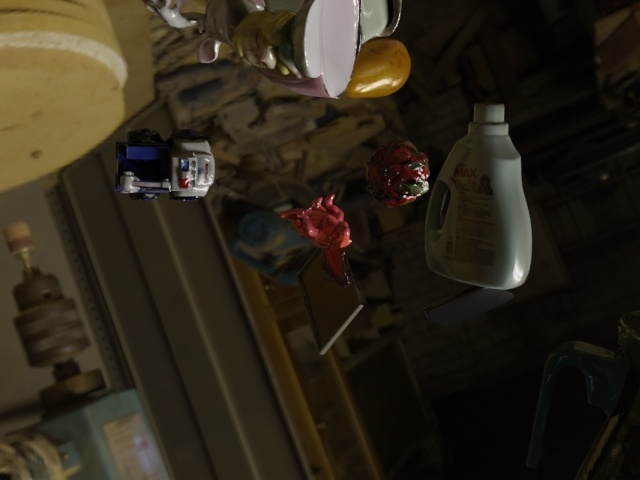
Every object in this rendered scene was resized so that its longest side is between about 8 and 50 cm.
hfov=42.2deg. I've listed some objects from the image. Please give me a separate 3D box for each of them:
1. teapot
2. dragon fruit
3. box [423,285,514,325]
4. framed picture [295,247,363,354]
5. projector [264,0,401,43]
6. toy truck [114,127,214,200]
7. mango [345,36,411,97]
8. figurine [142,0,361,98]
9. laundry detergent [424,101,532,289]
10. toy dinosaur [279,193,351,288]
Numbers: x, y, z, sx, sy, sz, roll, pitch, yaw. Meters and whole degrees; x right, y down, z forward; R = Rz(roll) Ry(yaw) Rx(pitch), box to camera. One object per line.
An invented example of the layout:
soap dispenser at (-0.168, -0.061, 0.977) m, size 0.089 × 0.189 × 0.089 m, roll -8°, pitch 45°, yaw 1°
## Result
teapot at (0.279, 0.177, 0.686) m, size 0.203 × 0.225 × 0.171 m, roll 11°, pitch -167°, yaw 17°
dragon fruit at (0.197, -0.173, 2.141) m, size 0.182 × 0.182 × 0.188 m, roll -22°, pitch 173°, yaw 7°
box at (0.365, 0.154, 2.038) m, size 0.201 × 0.042 × 0.212 m, roll -28°, pitch 155°, yaw 27°
framed picture at (0.018, 0.125, 2.083) m, size 0.018 × 0.265 × 0.192 m, roll 15°, pitch 128°, yaw -31°
projector at (0.033, -0.469, 1.612) m, size 0.243 × 0.163 × 0.177 m, roll 4°, pitch -149°, yaw 29°
toy truck at (-0.331, -0.154, 1.781) m, size 0.213 × 0.161 × 0.177 m, roll -1°, pitch -167°, yaw -17°
mango at (0.108, -0.382, 1.854) m, size 0.219 × 0.145 × 0.112 m, roll -30°, pitch 157°, yaw -36°
figurine at (-0.113, -0.367, 1.221) m, size 0.316 × 0.206 × 0.284 m, roll 16°, pitch 158°, yaw 27°
laundry detergent at (0.351, -0.107, 1.857) m, size 0.125 × 0.397 × 0.264 m, roll -14°, pitch -160°, yaw -43°
toy dinosaur at (0.004, 0.007, 1.295) m, size 0.070 × 0.139 × 0.286 m, roll -27°, pitch -174°, yaw -14°
